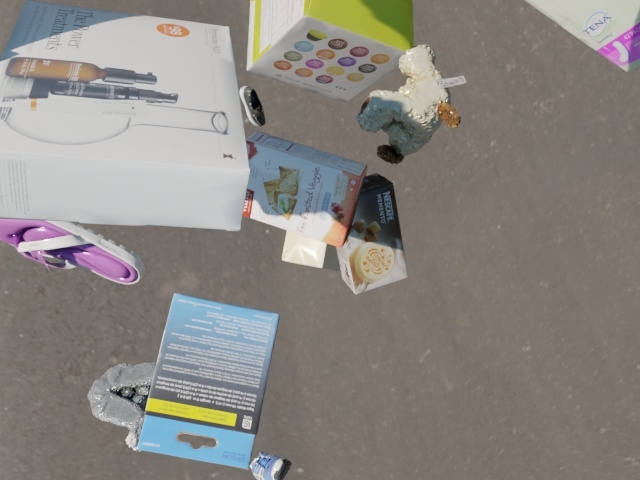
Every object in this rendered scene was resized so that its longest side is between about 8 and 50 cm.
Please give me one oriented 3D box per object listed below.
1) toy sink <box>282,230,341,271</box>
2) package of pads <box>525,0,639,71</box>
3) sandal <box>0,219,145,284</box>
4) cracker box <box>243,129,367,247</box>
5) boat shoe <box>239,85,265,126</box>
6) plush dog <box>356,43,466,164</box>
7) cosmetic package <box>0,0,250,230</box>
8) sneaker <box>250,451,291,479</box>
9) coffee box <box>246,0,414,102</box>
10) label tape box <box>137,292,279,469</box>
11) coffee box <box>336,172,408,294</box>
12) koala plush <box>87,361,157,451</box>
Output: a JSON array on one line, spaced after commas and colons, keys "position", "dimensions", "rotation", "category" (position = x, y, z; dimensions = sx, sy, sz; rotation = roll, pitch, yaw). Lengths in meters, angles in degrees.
[{"position": [0.000, 0.000, 1.848], "dimensions": [0.131, 0.234, 0.153], "rotation": [10, 89, 22], "category": "toy sink"}, {"position": [0.395, -0.374, 0.885], "dimensions": [0.296, 0.229, 0.101], "rotation": [31, 72, -10], "category": "package of pads"}, {"position": [-0.654, 0.026, 1.670], "dimensions": [0.416, 0.169, 0.102], "rotation": [17, 48, -6], "category": "sandal"}, {"position": [-0.043, -0.098, 1.257], "dimensions": [0.232, 0.156, 0.067], "rotation": [18, 30, 8], "category": "cracker box"}, {"position": [-0.188, -0.381, 1.902], "dimensions": [0.040, 0.142, 0.049], "rotation": [18, 61, 35], "category": "boat shoe"}, {"position": [0.227, -0.296, 1.578], "dimensions": [0.210, 0.225, 0.262], "rotation": [35, 75, 9], "category": "plush dog"}, {"position": [-0.247, -0.170, 0.827], "dimensions": [0.284, 0.097, 0.377], "rotation": [4, 40, -16], "category": "cosmetic package"}, {"position": [-0.125, 0.550, 1.578], "dimensions": [0.081, 0.211, 0.080], "rotation": [36, 61, 4], "category": "sneaker"}, {"position": [0.024, -0.629, 1.793], "dimensions": [0.337, 0.334, 0.338], "rotation": [10, 74, -30], "category": "coffee box"}, {"position": [-0.239, 0.306, 1.447], "dimensions": [0.240, 0.106, 0.334], "rotation": [13, 72, -5], "category": "label tape box"}, {"position": [0.109, -0.017, 1.550], "dimensions": [0.141, 0.247, 0.098], "rotation": [-17, 25, -12], "category": "coffee box"}, {"position": [-0.495, 0.452, 1.791], "dimensions": [0.203, 0.221, 0.196], "rotation": [2, 54, 17], "category": "koala plush"}]
